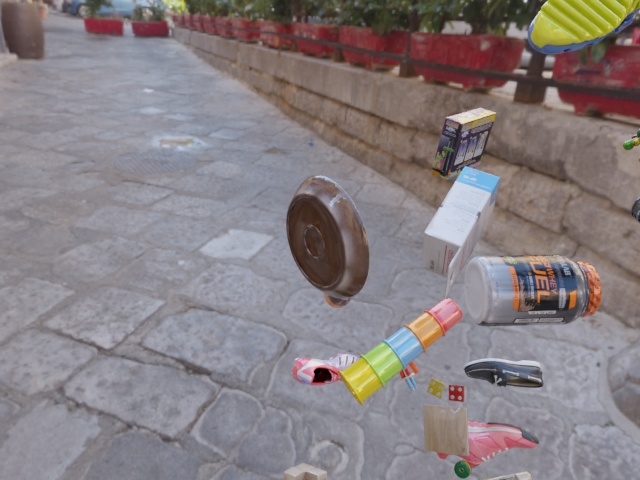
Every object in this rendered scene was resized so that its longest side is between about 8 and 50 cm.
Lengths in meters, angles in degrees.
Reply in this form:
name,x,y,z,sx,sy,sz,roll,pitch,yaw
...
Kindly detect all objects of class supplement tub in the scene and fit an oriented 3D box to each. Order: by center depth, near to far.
name,x,y,z,sx,sy,sz,roll,pitch,yaw
supplement tub,0.614,0.145,1.424,0.337,0.207,0.207,-1,25,-3

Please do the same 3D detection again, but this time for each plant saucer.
name,x,y,z,sx,sy,sz,roll,pitch,yaw
plant saucer,0.000,0.000,1.175,0.050,0.311,0.310,-18,32,-33

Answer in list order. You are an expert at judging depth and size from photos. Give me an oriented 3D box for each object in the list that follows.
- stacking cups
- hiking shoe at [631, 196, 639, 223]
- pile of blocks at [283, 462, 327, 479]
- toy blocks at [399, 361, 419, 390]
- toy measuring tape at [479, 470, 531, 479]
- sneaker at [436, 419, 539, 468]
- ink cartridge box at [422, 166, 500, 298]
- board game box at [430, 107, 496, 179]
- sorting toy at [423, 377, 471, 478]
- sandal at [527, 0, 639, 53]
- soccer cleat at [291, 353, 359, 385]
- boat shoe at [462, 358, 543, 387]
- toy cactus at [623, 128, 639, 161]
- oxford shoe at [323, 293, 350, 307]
name,x,y,z,sx,sy,sz,roll,pitch,yaw
stacking cups,0.196,0.252,1.118,0.316,0.096,0.096,-32,34,-11
hiking shoe,0.728,-0.020,0.929,0.226,0.086,0.114,11,35,14
pile of blocks,0.021,0.745,1.337,0.112,0.362,0.149,-1,48,38
toy blocks,0.278,0.403,1.544,0.054,0.123,0.148,-21,75,-23
toy measuring tape,0.490,0.700,1.308,0.121,0.330,0.122,3,59,-6
sneaker,0.501,0.630,1.489,0.313,0.116,0.136,-3,64,23
ink cartridge box,0.209,-0.013,0.752,0.060,0.104,0.180,25,64,24
board game box,0.343,-0.234,1.165,0.048,0.141,0.170,31,38,33
sorting toy,0.381,0.555,1.456,0.132,0.275,0.046,-8,-13,32
sandal,0.544,-0.444,0.973,0.317,0.138,0.126,-27,77,-13
soccer cleat,0.034,0.360,1.323,0.247,0.083,0.095,11,6,-39
boat shoe,0.702,0.514,1.857,0.302,0.114,0.091,-1,53,2
toy cactus,1.029,-0.328,1.442,0.112,0.181,0.219,-3,3,-29
oxford shoe,0.039,0.046,1.666,0.129,0.364,0.133,-17,-10,-13
